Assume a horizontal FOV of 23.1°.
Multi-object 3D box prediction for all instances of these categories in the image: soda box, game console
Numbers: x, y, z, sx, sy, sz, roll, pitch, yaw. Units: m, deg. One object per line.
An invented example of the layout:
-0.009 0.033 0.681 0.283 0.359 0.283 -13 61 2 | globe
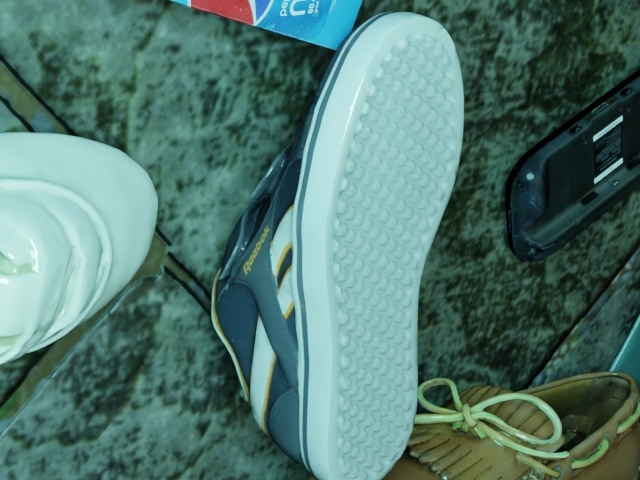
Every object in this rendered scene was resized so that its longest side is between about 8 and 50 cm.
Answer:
-0.068 -0.168 0.900 0.210 0.071 0.067 9 104 -45 | soda box
0.277 -0.120 1.270 0.361 0.044 0.213 -36 129 -25 | game console

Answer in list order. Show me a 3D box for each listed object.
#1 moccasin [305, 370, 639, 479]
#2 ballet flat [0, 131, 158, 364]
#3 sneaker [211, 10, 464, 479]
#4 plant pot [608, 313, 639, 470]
0.132 0.167 1.210 0.380 0.139 0.147 -3 110 -42 | moccasin
-0.226 0.018 0.807 0.400 0.139 0.139 -1 111 -43 | ballet flat
0.000 0.000 1.007 0.126 0.127 0.321 -13 120 -42 | sneaker
0.382 0.164 1.430 0.234 0.165 0.165 29 89 -54 | plant pot
